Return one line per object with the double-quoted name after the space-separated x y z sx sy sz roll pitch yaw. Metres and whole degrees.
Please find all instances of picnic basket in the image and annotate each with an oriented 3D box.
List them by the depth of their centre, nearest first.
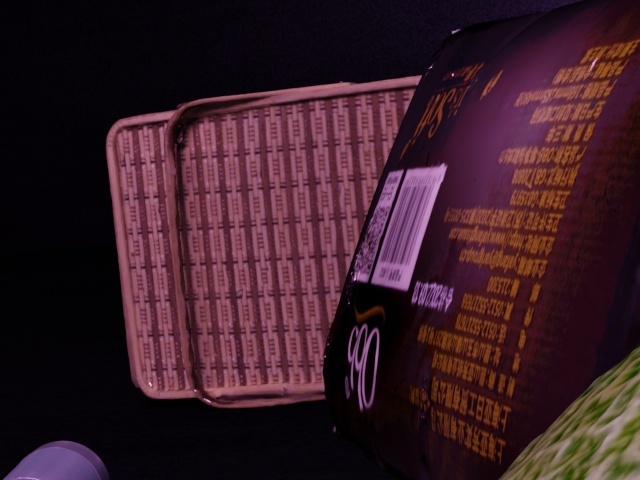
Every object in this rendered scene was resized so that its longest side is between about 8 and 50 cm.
0.000 0.000 1.418 0.312 0.228 0.175 -3 3 31 "picnic basket"

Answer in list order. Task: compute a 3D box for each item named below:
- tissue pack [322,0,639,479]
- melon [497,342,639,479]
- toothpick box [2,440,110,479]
0.129 0.028 0.682 0.198 0.210 0.370 14 1 -11 "tissue pack"
0.130 0.099 0.325 0.343 0.226 0.331 -2 49 34 "melon"
-0.142 0.137 0.984 0.052 0.052 0.083 -7 6 7 "toothpick box"
